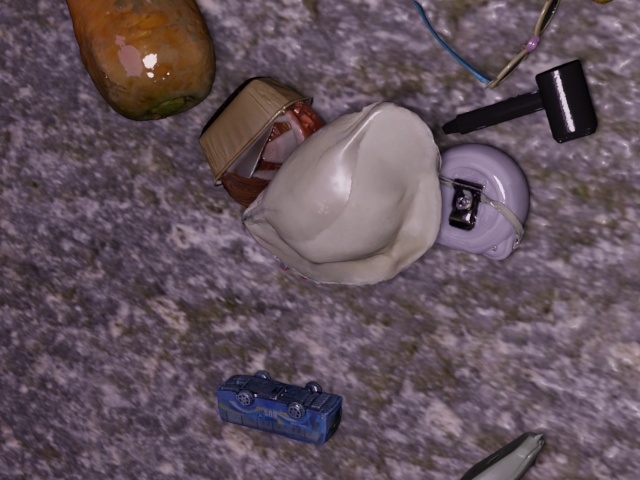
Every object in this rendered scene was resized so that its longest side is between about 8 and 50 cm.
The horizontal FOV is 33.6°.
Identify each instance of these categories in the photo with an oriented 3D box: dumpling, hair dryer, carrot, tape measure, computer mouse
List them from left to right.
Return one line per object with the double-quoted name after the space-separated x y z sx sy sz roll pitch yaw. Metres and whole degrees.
-0.318 -0.383 1.834 0.224 0.224 0.340 -23 83 30 "carrot"
0.054 -0.055 1.662 0.260 0.181 0.341 43 101 -13 "dumpling"
0.231 -0.065 1.674 0.196 0.105 0.178 10 105 27 "tape measure"
0.306 0.373 1.743 0.182 0.089 0.056 -41 91 26 "computer mouse"
0.297 -0.187 1.636 0.248 0.070 0.114 -16 93 34 "hair dryer"

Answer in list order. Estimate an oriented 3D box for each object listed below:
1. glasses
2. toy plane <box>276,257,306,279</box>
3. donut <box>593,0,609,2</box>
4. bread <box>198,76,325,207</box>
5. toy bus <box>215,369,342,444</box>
0.262 -0.357 1.632 0.220 0.088 0.189 50 121 33 "glasses"
0.001 -0.001 1.837 0.189 0.061 0.130 -9 96 25 "toy plane"
0.439 -0.416 1.458 0.259 0.152 0.101 -34 92 32 "donut"
-0.091 -0.152 1.804 0.224 0.142 0.212 -44 77 29 "bread"
-0.074 0.304 1.939 0.237 0.079 0.094 9 121 26 "toy bus"
